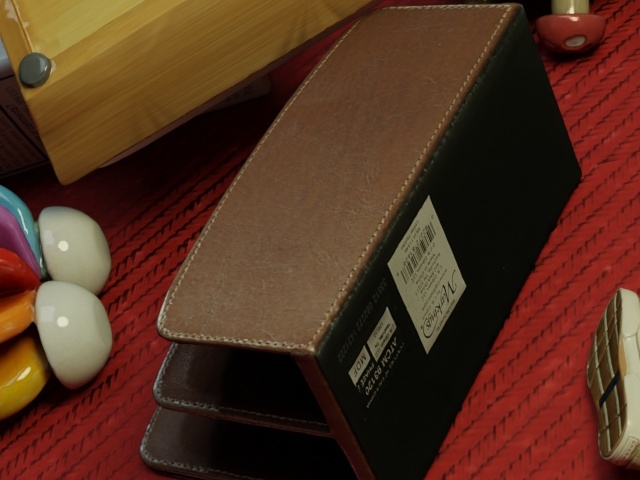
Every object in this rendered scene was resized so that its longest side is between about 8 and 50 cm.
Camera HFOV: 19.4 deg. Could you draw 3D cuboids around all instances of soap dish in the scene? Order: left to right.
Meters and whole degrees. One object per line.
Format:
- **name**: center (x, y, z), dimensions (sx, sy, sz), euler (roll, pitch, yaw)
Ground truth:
- **soap dish**: center (-0.104, -0.207, 1.263), dimensions (0.291, 0.118, 0.229), euler (-30, 63, 13)

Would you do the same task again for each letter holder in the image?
- **letter holder**: center (0.000, 0.000, 1.192), dimensions (0.214, 0.152, 0.302), euler (5, 48, 34)

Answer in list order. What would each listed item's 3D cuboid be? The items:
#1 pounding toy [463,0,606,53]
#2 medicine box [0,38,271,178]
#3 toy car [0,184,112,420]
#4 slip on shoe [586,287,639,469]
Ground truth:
- **pounding toy**: center (0.125, -0.191, 1.361), dimensions (0.236, 0.110, 0.183), euler (1, -2, -23)
- **medicine box**: center (-0.212, -0.215, 1.470), dimensions (0.289, 0.149, 0.263), euler (-17, 62, 8)
- **toy car**: center (-0.234, 0.031, 1.282), dimensions (0.159, 0.136, 0.182), euler (-18, 40, 9)
- **slip on shoe**: center (0.186, 0.082, 1.093), dimensions (0.041, 0.051, 0.135), euler (19, 33, -10)
